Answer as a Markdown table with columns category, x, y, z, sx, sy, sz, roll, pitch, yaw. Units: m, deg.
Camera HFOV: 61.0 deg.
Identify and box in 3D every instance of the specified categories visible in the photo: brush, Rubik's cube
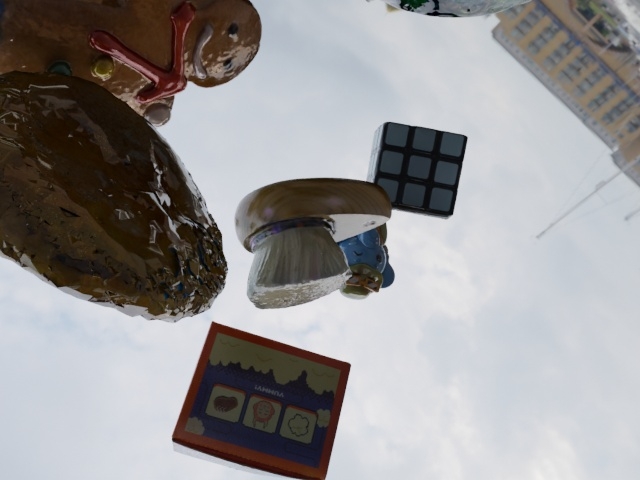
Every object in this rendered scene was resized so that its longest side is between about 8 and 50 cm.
| category | x | y | z | sx | sy | sz | roll | pitch | yaw |
| --- | --- | --- | --- | --- | --- | --- | --- | --- | --- |
| brush | 0.000 | 0.000 | 0.870 | 0.266 | 0.174 | 0.166 | -13 | -110 | -9 |
| Rubik's cube | 0.178 | -0.134 | 1.063 | 0.160 | 0.163 | 0.162 | 10 | -177 | -2 |

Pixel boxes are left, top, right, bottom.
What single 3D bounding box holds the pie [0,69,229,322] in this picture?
| category | x | y | z | sx | sy | sz | roll | pitch | yaw |
| --- | --- | --- | --- | --- | --- | --- | --- | --- | --- |
| pie | -0.170 | -0.036 | 0.445 | 0.273 | 0.069 | 0.273 | 41 | -159 | -20 |

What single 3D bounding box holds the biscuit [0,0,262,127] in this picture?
| category | x | y | z | sx | sy | sz | roll | pitch | yaw |
| --- | --- | --- | --- | --- | --- | --- | --- | --- | --- |
| biscuit | -0.187 | -0.191 | 0.545 | 0.324 | 0.205 | 0.049 | -23 | -121 | -41 |

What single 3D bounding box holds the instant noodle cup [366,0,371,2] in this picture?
| category | x | y | z | sx | sy | sz | roll | pitch | yaw |
| --- | --- | --- | --- | --- | --- | --- | --- | --- | --- |
| instant noodle cup | 0.113 | -0.657 | 1.074 | 0.325 | 0.254 | 0.326 | 41 | -156 | -22 |

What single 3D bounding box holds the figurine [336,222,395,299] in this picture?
| category | x | y | z | sx | sy | sz | roll | pitch | yaw |
| --- | --- | --- | --- | --- | --- | --- | --- | --- | --- |
| figurine | 0.091 | 0.019 | 1.365 | 0.180 | 0.153 | 0.262 | 14 | -116 | -47 |

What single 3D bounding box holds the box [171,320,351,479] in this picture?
| category | x | y | z | sx | sy | sz | roll | pitch | yaw |
| --- | --- | --- | --- | --- | --- | --- | --- | --- | --- |
| box | -0.145 | 0.380 | 1.220 | 0.318 | 0.349 | 0.257 | 18 | -115 | -8 |

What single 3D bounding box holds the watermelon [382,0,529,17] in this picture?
| category | x | y | z | sx | sy | sz | roll | pitch | yaw |
| --- | --- | --- | --- | --- | --- | --- | --- | --- | --- |
| watermelon | 0.102 | -0.418 | 0.599 | 0.222 | 0.292 | 0.320 | -78 | -25 | -84 |
